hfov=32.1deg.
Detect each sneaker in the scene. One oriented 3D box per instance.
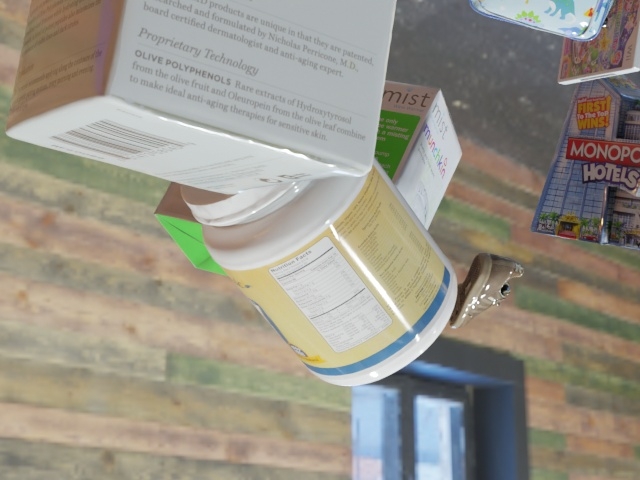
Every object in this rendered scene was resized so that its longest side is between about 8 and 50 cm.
[{"bbox_3d":[0.244,0.084,1.659,0.071,0.066,0.188,9,151,-7],"label":"sneaker"}]

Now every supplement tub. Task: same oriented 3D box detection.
[{"bbox_3d":[0.000,0.000,0.859,0.144,0.144,0.199,-13,127,38],"label":"supplement tub"}]

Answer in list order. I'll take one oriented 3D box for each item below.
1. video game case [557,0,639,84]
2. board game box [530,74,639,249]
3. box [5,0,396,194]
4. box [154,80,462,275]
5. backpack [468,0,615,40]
[{"bbox_3d":[0.278,-0.203,1.097,0.011,0.087,0.122,11,177,-23],"label":"video game case"},{"bbox_3d":[0.328,-0.091,1.195,0.060,0.194,0.194,1,-173,-39],"label":"board game box"},{"bbox_3d":[-0.043,-0.071,0.396,0.102,0.087,0.101,13,171,-32],"label":"box"},{"bbox_3d":[-0.008,-0.065,1.247,0.262,0.231,0.127,14,154,28],"label":"box"},{"bbox_3d":[0.160,-0.199,0.754,0.105,0.084,0.114,18,123,5],"label":"backpack"}]
